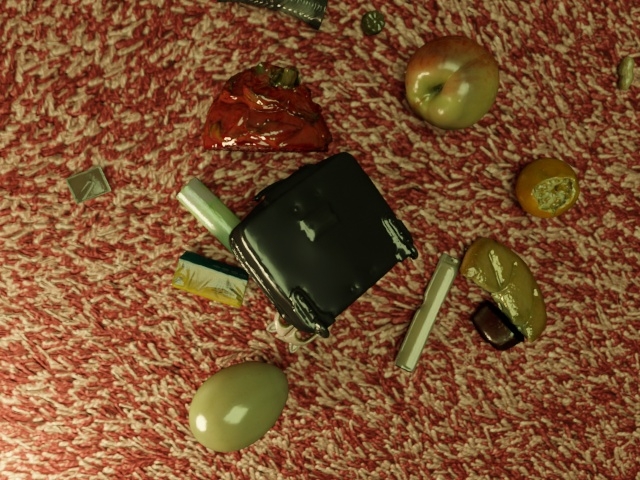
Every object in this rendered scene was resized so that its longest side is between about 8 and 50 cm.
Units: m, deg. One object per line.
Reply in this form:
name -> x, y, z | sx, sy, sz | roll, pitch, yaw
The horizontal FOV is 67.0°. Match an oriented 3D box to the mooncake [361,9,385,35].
mooncake -> 0.257, -0.594, 1.157 | 0.150, 0.057, 0.347 | 41, 98, -23

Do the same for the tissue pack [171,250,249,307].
tissue pack -> -0.259, 0.093, 1.153 | 0.169, 0.120, 0.082 | 20, 93, -10

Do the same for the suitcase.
suitcase -> 0.000, 0.000, 1.105 | 0.345, 0.188, 0.339 | -38, 99, -18

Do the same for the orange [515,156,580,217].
orange -> 0.572, -0.132, 1.214 | 0.154, 0.134, 0.155 | 0, 91, -9

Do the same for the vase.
vase -> -0.103, -0.557, 1.095 | 0.237, 0.115, 0.115 | 14, 96, -13

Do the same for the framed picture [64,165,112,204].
framed picture -> -0.549, -0.131, 1.145 | 0.089, 0.006, 0.066 | -23, 100, -3

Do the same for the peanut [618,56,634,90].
peanut -> 0.789, -0.430, 1.246 | 0.037, 0.037, 0.083 | -5, 96, -6

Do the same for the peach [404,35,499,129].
peach -> 0.313, -0.368, 1.134 | 0.232, 0.232, 0.233 | -1, 98, -7

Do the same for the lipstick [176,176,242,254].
lipstick -> -0.214, -0.019, 1.167 | 0.076, 0.076, 0.304 | -45, 100, 1

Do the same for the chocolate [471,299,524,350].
chocolate -> 0.465, 0.243, 1.269 | 0.148, 0.125, 0.080 | 42, 108, -14

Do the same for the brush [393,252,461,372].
brush -> 0.278, 0.188, 1.272 | 0.060, 0.050, 0.321 | 26, 87, -7

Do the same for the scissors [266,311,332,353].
scissors -> 0.007, 0.148, 1.241 | 0.317, 0.024, 0.160 | -45, 100, -1

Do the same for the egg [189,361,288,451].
egg -> -0.193, 0.395, 1.170 | 0.253, 0.188, 0.189 | -30, 100, -12

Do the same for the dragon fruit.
dragon fruit -> -0.121, -0.305, 1.099 | 0.316, 0.152, 0.205 | -2, 97, -6

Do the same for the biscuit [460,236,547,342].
biscuit -> 0.494, 0.116, 1.263 | 0.299, 0.045, 0.154 | 44, 73, -6
